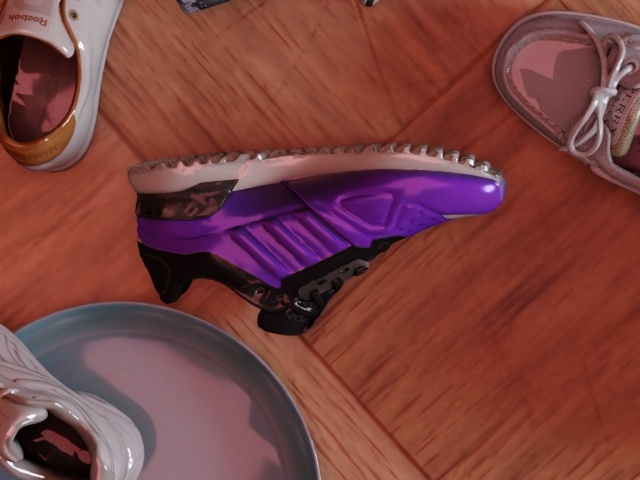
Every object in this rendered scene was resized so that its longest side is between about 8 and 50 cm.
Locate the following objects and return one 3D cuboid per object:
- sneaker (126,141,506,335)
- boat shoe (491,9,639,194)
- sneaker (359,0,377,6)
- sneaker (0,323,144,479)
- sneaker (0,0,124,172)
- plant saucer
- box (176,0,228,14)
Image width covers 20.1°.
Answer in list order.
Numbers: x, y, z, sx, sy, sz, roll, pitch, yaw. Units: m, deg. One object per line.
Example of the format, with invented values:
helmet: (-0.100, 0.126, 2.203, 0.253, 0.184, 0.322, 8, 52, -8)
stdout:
sneaker: (0.000, 0.000, 1.409, 0.293, 0.102, 0.146, -3, 95, 6)
boat shoe: (0.275, -0.080, 1.379, 0.320, 0.103, 0.118, 33, 100, 10)
sneaker: (0.068, -0.211, 1.431, 0.083, 0.032, 0.037, -44, 90, 2)
sneaker: (-0.240, 0.121, 1.358, 0.232, 0.115, 0.090, 27, 91, 1)
sneaker: (-0.201, -0.198, 1.393, 0.105, 0.123, 0.290, 3, 90, 3)
plant saucer: (-0.157, 0.206, 1.437, 0.317, 0.044, 0.318, 0, 90, 1)
box: (0.000, -0.339, 1.397, 0.307, 0.076, 0.243, -17, 84, 2)
